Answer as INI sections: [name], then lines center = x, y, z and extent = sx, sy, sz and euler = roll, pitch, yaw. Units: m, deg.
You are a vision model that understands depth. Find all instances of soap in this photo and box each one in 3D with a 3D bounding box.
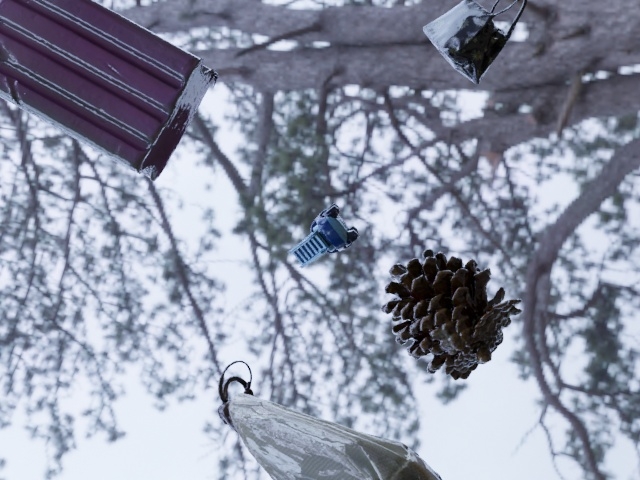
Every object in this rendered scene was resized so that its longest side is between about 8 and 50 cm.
[soap]
center = -0.213, -0.154, 0.868
extent = 0.122, 0.203, 0.065
euler = -60, -11, 1

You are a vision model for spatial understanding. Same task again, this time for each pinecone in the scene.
[pinecone]
center = 0.192, 0.104, 1.461
extent = 0.185, 0.212, 0.168
euler = -48, -11, 6

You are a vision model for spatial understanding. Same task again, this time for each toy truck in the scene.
[toy truck]
center = 0.000, 0.000, 1.191
extent = 0.056, 0.090, 0.073
euler = 53, -173, -1

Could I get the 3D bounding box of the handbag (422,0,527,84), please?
[handbag]
center = 0.223, -0.290, 1.265
extent = 0.139, 0.115, 0.072
euler = -40, -60, 12

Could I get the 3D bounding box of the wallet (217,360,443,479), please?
[wallet]
center = 0.039, 0.283, 1.023
extent = 0.068, 0.275, 0.335
euler = -49, -51, -32
